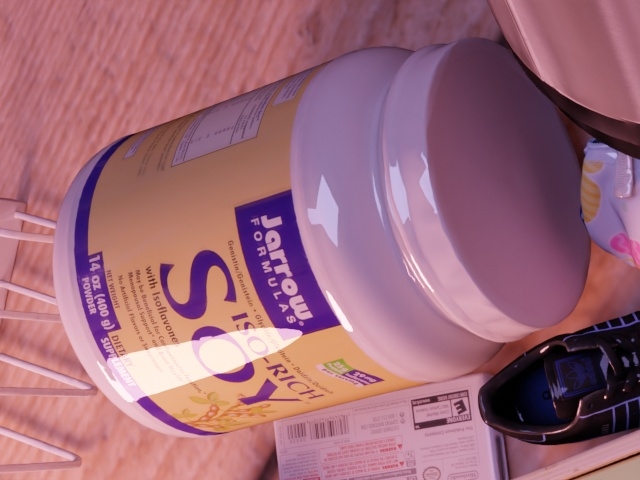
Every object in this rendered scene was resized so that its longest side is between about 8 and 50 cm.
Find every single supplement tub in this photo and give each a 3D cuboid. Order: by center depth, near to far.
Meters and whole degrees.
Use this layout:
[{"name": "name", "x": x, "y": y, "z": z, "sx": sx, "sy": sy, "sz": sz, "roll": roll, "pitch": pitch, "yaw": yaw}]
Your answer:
[{"name": "supplement tub", "x": 0.000, "y": 0.000, "z": 1.386, "sx": 0.331, "sy": 0.241, "sz": 0.241, "roll": -17, "pitch": 75, "yaw": 36}]

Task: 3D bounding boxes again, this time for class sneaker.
[{"name": "sneaker", "x": 0.215, "y": 0.089, "z": 1.305, "sx": 0.232, "sy": 0.090, "sz": 0.081, "roll": -26, "pitch": 70, "yaw": 33}]

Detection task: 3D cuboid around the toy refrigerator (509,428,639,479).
[{"name": "toy refrigerator", "x": 0.228, "y": 0.179, "z": 1.283, "sx": 0.269, "sy": 0.094, "sz": 0.102, "roll": -26, "pitch": 69, "yaw": 32}]

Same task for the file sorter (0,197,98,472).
[{"name": "file sorter", "x": -0.296, "y": 0.109, "z": 1.637, "sx": 0.173, "sy": 0.193, "sz": 0.277, "roll": 16, "pitch": 95, "yaw": 35}]

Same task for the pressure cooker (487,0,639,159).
[{"name": "pressure cooker", "x": 0.243, "y": -0.248, "z": 1.129, "sx": 0.376, "sy": 0.420, "sz": 0.369, "roll": 5, "pitch": 57, "yaw": 28}]

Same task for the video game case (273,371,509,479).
[{"name": "video game case", "x": 0.056, "y": 0.205, "z": 1.459, "sx": 0.201, "sy": 0.023, "sz": 0.183, "roll": -14, "pitch": 77, "yaw": 35}]

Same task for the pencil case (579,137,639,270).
[{"name": "pencil case", "x": 0.281, "y": -0.003, "z": 1.208, "sx": 0.113, "sy": 0.124, "sz": 0.273, "roll": -43, "pitch": 39, "yaw": -10}]
